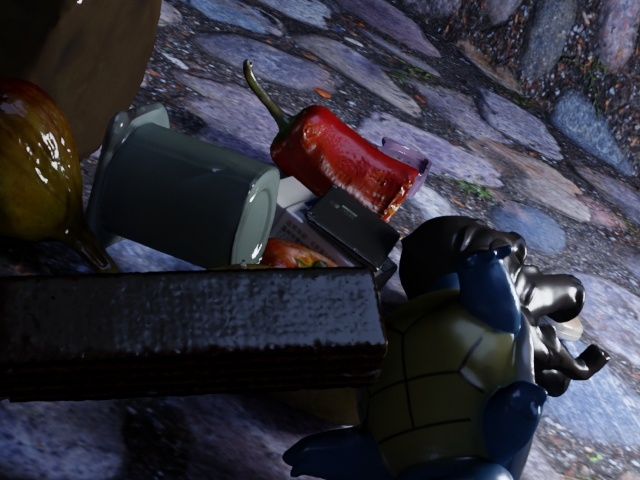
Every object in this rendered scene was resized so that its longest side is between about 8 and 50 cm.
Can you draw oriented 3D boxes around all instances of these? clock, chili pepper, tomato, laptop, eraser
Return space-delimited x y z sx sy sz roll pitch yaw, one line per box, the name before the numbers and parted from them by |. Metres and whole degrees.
clock | 0.148 -0.139 2.629 0.110 0.050 0.152 30 18 1
chili pepper | -0.009 -0.150 2.291 0.338 0.134 0.131 34 4 2
tomato | -0.018 0.071 1.802 0.225 0.085 0.225 29 16 -9
laptop | 0.048 -0.020 1.993 0.129 0.016 0.180 36 22 1
eraser | 0.000 0.000 1.991 0.210 0.068 0.124 41 24 12

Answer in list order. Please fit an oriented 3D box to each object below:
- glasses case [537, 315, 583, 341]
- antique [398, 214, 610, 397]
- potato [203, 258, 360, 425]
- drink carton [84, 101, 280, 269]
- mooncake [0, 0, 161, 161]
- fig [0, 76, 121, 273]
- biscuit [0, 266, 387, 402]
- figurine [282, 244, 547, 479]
glasses case | 0.363 0.100 2.318 0.081 0.051 0.204 14 24 -35
antique | 0.240 0.084 1.997 0.255 0.185 0.322 22 18 -42
potato | -0.022 0.112 1.599 0.296 0.141 0.191 21 20 -15
drink carton | -0.158 -0.056 1.693 0.190 0.185 0.191 16 14 13
mooncake | -0.358 -0.261 1.810 0.187 0.324 0.324 31 18 14
fig | -0.345 -0.038 1.582 0.190 0.191 0.290 -98 166 -67
biscuit | -0.130 0.088 1.343 0.388 0.073 0.107 -2 50 -9
figurine | 0.116 0.154 1.444 0.416 0.298 0.243 -76 145 -47
